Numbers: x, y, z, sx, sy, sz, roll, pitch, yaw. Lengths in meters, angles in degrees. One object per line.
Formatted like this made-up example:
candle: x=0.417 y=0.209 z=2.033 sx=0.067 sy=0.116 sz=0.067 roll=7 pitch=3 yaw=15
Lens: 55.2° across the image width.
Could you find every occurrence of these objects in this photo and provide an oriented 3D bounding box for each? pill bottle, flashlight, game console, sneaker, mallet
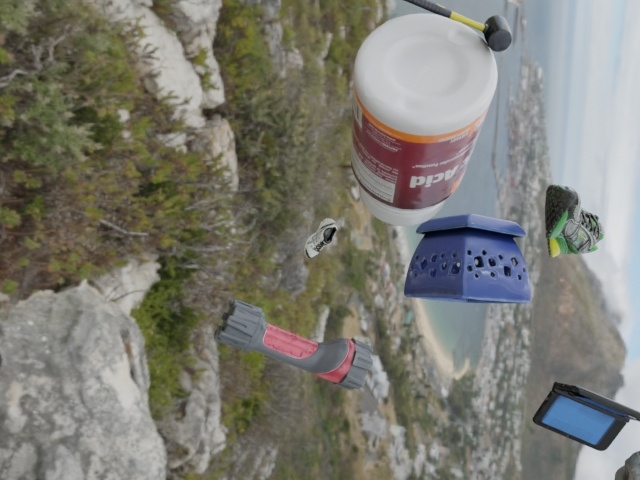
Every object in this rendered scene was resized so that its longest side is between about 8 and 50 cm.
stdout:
pill bottle: x=0.167 y=-0.190 z=1.111 sx=0.392 sy=0.224 sz=0.224 roll=85 pitch=17 yaw=-67
flashlight: x=-0.046 y=0.201 z=1.208 sx=0.103 sy=0.304 sz=0.103 roll=-33 pitch=-145 yaw=62
game console: x=0.392 y=0.261 z=0.887 sx=0.107 sy=0.122 sz=0.071 roll=109 pitch=4 yaw=-81
sneaker: x=0.000 y=0.000 z=1.082 sx=0.032 sy=0.037 sz=0.083 roll=24 pitch=106 yaw=-28
sneaker: x=0.674 y=-0.055 z=1.625 sx=0.343 sy=0.146 sz=0.134 roll=38 pitch=53 yaw=-61
mallet: x=0.202 y=-0.333 z=0.917 sx=0.062 sy=0.190 sz=0.039 roll=-94 pitch=-157 yaw=-46

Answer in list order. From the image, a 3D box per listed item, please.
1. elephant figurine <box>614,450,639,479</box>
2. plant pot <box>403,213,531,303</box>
elephant figurine: x=0.595 y=0.450 z=0.961 sx=0.239 sy=0.169 sz=0.186 roll=-104 pitch=-171 yaw=-47
plant pot: x=0.377 y=0.050 z=1.567 sx=0.236 sy=0.236 sz=0.212 roll=8 pitch=83 yaw=-29
